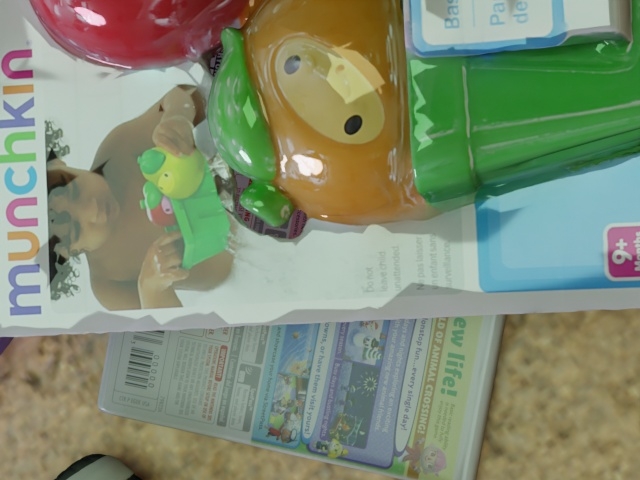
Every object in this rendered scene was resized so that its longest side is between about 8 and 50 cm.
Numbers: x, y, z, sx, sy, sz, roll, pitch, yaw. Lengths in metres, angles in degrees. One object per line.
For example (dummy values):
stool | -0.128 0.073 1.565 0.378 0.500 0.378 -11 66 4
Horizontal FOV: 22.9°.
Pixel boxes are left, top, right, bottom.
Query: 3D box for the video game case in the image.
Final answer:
video game case | 0.000 0.000 0.777 0.193 0.023 0.212 11 90 13

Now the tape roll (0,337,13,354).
tape roll | -0.233 -0.010 0.767 0.189 0.080 0.189 0 67 1

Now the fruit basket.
fruit basket | -0.024 -0.126 0.677 0.353 0.165 0.327 -2 86 2

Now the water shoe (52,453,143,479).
water shoe | -0.149 0.201 0.782 0.080 0.073 0.203 41 98 8
